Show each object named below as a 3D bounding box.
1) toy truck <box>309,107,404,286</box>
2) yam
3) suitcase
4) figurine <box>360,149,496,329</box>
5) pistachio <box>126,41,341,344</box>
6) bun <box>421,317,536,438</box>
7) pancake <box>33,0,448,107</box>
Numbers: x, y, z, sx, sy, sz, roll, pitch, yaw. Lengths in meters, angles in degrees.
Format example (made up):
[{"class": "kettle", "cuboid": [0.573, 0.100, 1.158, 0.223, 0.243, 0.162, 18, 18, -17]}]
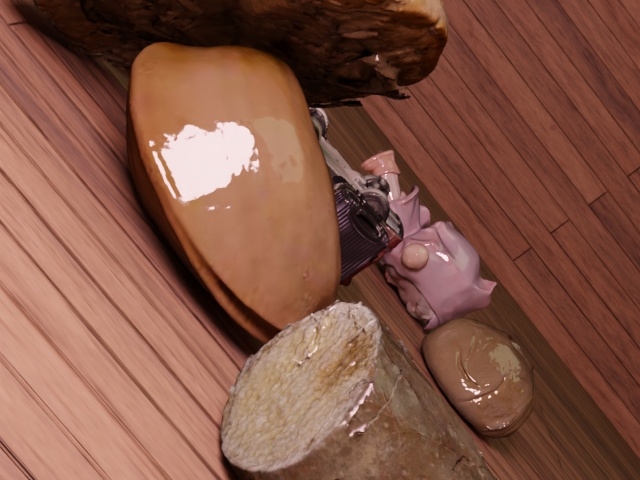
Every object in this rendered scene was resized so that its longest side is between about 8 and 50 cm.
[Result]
[{"class": "toy truck", "cuboid": [-0.034, -0.074, 1.351, 0.270, 0.135, 0.114, 47, 13, -6]}, {"class": "yam", "cuboid": [0.045, 0.173, 0.818, 0.254, 0.154, 0.154, 55, 10, -7]}, {"class": "suitcase", "cuboid": [0.000, 0.000, 1.237, 0.086, 0.126, 0.059, 46, 13, -32]}, {"class": "figurine", "cuboid": [0.134, 0.003, 1.812, 0.276, 0.133, 0.200, 54, -7, 2]}, {"class": "pistachio", "cuboid": [-0.069, -0.039, 1.016, 0.213, 0.163, 0.260, 9, 55, -48]}, {"class": "bun", "cuboid": [0.221, 0.173, 1.668, 0.173, 0.113, 0.166, 51, 10, 6]}, {"class": "pancake", "cuboid": [-0.080, -0.194, 1.086, 0.382, 0.071, 0.382, 11, -11, 2]}]
